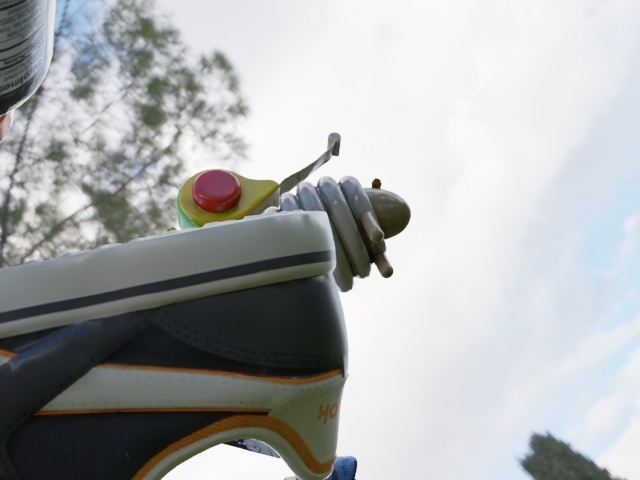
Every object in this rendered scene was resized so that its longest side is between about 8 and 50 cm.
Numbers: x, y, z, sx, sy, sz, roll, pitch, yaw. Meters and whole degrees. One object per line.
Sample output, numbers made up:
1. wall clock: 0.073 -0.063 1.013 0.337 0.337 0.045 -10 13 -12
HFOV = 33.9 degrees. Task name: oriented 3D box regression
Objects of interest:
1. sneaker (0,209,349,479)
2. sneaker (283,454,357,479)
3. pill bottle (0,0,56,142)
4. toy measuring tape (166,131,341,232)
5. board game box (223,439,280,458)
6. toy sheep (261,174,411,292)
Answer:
1. sneaker: -0.144 0.074 0.444 0.321 0.127 0.126 -10 0 -1
2. sneaker: 0.042 0.291 0.985 0.082 0.069 0.209 -23 -69 6
3. pill bottle: -0.210 -0.151 0.571 0.130 0.130 0.246 -22 -27 -31
4. toy measuring tape: -0.110 -0.082 1.536 0.330 0.121 0.121 -42 -31 -31
5. board game box: -0.168 0.174 1.422 0.053 0.193 0.305 -61 -34 -35
6. toy sheep: 0.000 0.000 0.722 0.132 0.091 0.091 -19 -37 -3
